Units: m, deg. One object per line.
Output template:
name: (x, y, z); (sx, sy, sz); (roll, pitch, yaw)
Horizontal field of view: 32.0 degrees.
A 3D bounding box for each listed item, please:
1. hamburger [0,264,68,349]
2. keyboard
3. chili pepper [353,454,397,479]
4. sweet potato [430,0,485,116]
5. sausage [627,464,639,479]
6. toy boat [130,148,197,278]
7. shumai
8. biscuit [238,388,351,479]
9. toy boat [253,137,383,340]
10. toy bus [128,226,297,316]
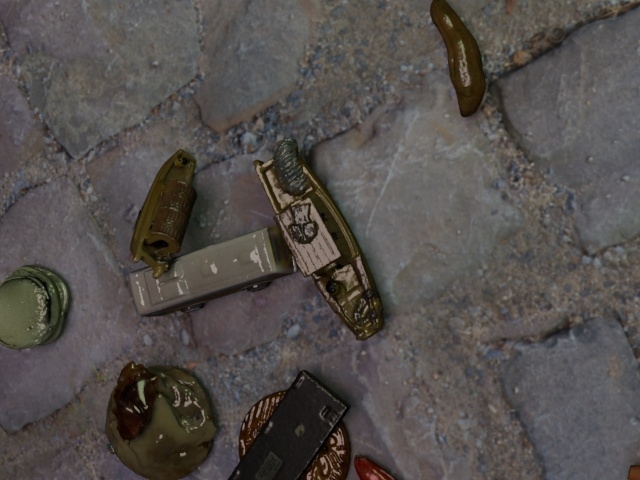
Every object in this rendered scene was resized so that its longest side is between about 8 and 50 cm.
hamburger: (-0.487, 0.114, 1.866); (0.133, 0.062, 0.140); (14, 99, 21)
keyboard: (-0.070, 0.350, 1.707); (0.106, 0.027, 0.317); (39, 104, 18)
chili pepper: (0.129, 0.432, 1.649); (0.071, 0.063, 0.272); (-30, 78, 6)
sweet potato: (0.201, -0.271, 1.599); (0.053, 0.054, 0.182); (-17, 84, 11)
sausage: (0.502, 0.340, 1.502); (0.169, 0.065, 0.065); (1, 92, 22)
toy boat: (-0.232, -0.046, 1.708); (0.088, 0.068, 0.226); (-21, 42, 40)
shumai: (-0.269, 0.287, 1.761); (0.201, 0.120, 0.201); (0, 89, 20)
biscuit: (-0.043, 0.324, 1.725); (0.187, 0.027, 0.188); (1, 92, 21)
toy boat: (0.000, 0.000, 1.649); (0.089, 0.121, 0.321); (-30, 81, 13)
toy bus: (-0.171, 0.051, 1.722); (0.268, 0.106, 0.092); (-18, 83, 21)
